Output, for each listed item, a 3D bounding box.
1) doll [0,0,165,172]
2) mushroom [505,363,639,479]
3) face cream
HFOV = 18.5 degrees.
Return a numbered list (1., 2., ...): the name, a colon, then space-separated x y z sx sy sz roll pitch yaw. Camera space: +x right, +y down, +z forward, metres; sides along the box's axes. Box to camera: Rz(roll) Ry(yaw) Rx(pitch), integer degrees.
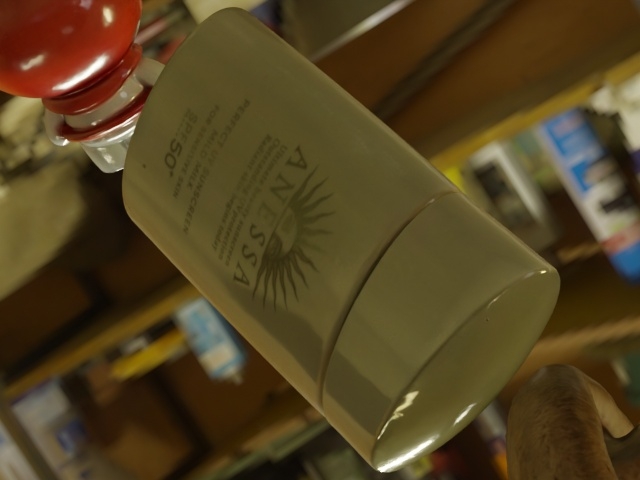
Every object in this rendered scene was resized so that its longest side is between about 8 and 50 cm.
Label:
1. doll: -0.222 -0.185 1.623 0.161 0.290 0.130 -18 -149 26
2. mushroom: 0.249 0.233 1.714 0.146 0.278 0.278 -27 -173 11
3. face cream: 0.000 0.000 1.247 0.081 0.348 0.173 9 115 -43
